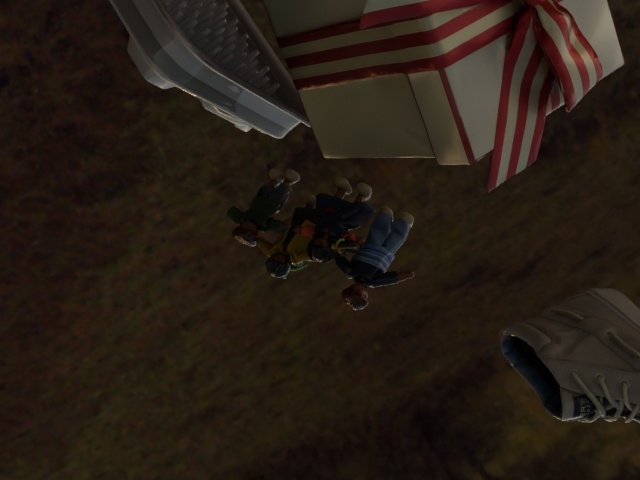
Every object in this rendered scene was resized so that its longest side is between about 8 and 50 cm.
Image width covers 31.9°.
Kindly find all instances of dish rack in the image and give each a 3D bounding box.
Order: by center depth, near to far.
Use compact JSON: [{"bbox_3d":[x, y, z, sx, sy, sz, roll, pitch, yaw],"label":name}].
[{"bbox_3d":[-0.154,-0.245,1.151,0.072,0.333,0.285,-39,156,14],"label":"dish rack"}]

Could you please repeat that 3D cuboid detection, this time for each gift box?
[{"bbox_3d":[0.107,-0.199,1.037,0.276,0.255,0.258,-39,-156,-29],"label":"gift box"}]

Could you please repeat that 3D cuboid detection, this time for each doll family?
[{"bbox_3d":[0.000,0.000,1.088,0.111,0.193,0.076,-59,142,-34],"label":"doll family"}]

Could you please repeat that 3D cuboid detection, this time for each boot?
[{"bbox_3d":[0.257,0.135,0.934,0.123,0.258,0.095,-18,122,-19],"label":"boot"}]
